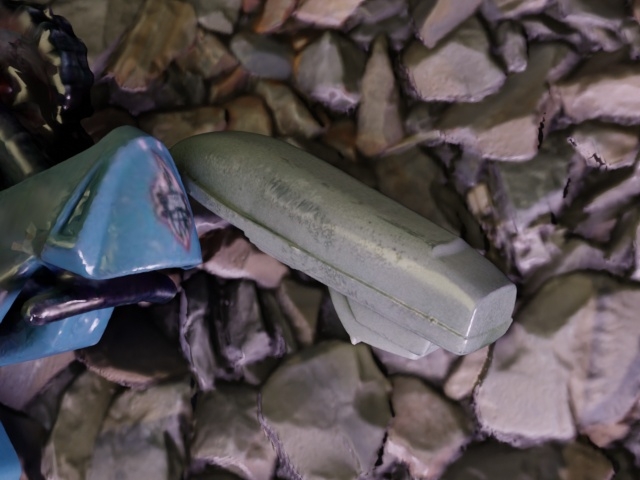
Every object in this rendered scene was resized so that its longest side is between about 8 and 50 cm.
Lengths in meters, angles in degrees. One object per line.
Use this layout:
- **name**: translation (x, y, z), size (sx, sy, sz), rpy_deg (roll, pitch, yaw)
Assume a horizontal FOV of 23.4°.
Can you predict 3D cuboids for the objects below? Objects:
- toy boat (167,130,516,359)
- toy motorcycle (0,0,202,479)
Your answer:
- **toy boat**: translation (0.000, 0.000, 0.966), size (0.260, 0.078, 0.085), rpy_deg (30, 117, 27)
- **toy motorcycle**: translation (-0.213, 0.058, 1.004), size (0.232, 0.172, 0.416), rpy_deg (30, 106, 26)
